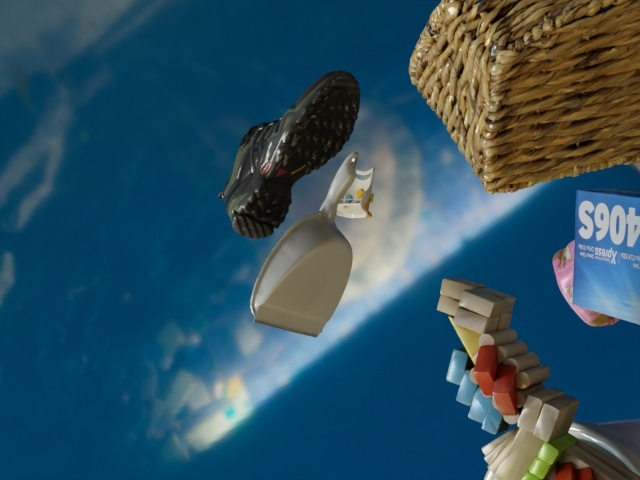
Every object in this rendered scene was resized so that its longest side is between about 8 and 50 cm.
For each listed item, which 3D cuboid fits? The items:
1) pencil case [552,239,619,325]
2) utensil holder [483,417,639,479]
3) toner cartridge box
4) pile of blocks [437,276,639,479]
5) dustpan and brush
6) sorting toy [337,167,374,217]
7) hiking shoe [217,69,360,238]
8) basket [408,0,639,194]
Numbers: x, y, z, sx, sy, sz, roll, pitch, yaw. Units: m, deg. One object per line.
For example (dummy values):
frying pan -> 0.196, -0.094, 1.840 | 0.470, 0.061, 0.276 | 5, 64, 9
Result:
pencil case -> 0.597, -0.005, 2.263 | 0.386, 0.160, 0.167 | -38, -33, 28
utensil holder -> 0.456, 0.394, 1.738 | 0.385, 0.328, 0.328 | 2, -46, -39
toner cartridge box -> 0.435, 0.025, 1.639 | 0.075, 0.348, 0.165 | -2, -84, -17
pile of blocks -> 0.223, 0.206, 1.525 | 0.149, 0.362, 0.112 | -39, -17, 22
dustpan and brush -> 0.000, 0.000, 1.467 | 0.211, 0.060, 0.147 | -57, -33, 9
sorting toy -> 0.055, -0.074, 1.930 | 0.045, 0.083, 0.075 | 27, -107, -38
hiking shoe -> -0.047, -0.118, 1.515 | 0.086, 0.114, 0.227 | 29, -75, -42
basket -> 0.255, -0.212, 1.283 | 0.299, 0.223, 0.213 | -13, -48, -11
